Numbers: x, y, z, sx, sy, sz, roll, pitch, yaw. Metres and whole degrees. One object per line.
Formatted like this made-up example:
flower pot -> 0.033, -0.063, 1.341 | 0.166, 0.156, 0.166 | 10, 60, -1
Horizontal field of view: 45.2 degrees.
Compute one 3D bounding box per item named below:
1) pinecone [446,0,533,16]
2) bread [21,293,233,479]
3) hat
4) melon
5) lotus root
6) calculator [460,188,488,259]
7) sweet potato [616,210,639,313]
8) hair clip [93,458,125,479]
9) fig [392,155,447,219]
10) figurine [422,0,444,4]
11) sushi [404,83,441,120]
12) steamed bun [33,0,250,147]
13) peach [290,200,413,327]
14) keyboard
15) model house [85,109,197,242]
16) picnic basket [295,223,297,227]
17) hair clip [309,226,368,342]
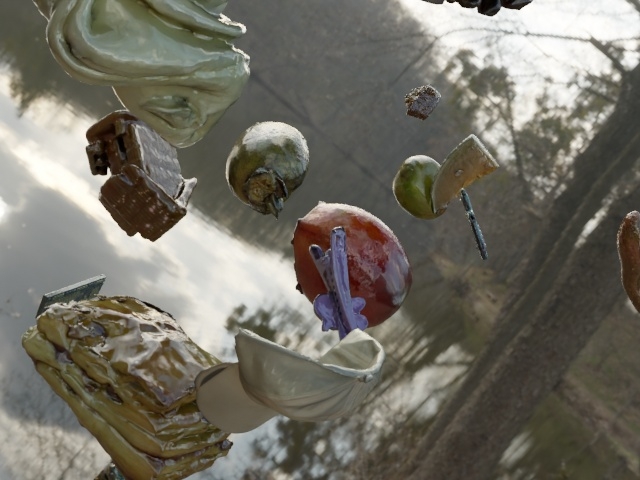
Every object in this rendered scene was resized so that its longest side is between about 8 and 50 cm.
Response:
pinecone -> 0.372, -0.664, 1.626 | 0.398, 0.397, 0.398 | 41, 6, -6
bread -> -0.272, 0.214, 1.226 | 0.324, 0.167, 0.277 | 46, 13, 17
hat -> -0.038, 0.198, 0.962 | 0.219, 0.226, 0.164 | 5, 32, -43
melon -> 0.296, -0.144, 1.692 | 0.054, 0.182, 0.098 | -1, 56, -58
lotus root -> -0.098, -0.130, 1.401 | 0.154, 0.154, 0.278 | 40, 24, -19
calculator -> 0.290, -0.032, 1.458 | 0.094, 0.019, 0.141 | -42, 113, -80
sweet potato -> 0.500, 0.055, 1.207 | 0.050, 0.050, 0.214 | -124, -166, -66
hair clip -> -0.332, 0.397, 1.580 | 0.110, 0.095, 0.359 | 39, 29, 9
fig -> 0.235, -0.122, 1.796 | 0.121, 0.136, 0.153 | -8, -69, 59
figurine -> 0.127, -0.555, 1.245 | 0.378, 0.361, 0.266 | 32, 27, 3
sushi -> 0.189, -0.263, 1.446 | 0.060, 0.061, 0.118 | 36, 22, 1
steamed bun -> -0.210, -0.325, 0.979 | 0.394, 0.237, 0.346 | 53, 12, -24
peach -> 0.062, 0.056, 1.891 | 0.338, 0.281, 0.281 | 41, 6, -12
keyboard -> -0.487, 0.109, 1.509 | 0.014, 0.055, 0.176 | 35, 21, 13
model house -> -0.349, -0.104, 1.472 | 0.220, 0.199, 0.229 | 8, 57, -55
picnic basket -> 0.000, 0.000, 2.114 | 0.079, 0.115, 0.164 | 34, -32, 32
hair clip -> 0.045, 0.115, 1.681 | 0.137, 0.090, 0.278 | 0, 77, -40
